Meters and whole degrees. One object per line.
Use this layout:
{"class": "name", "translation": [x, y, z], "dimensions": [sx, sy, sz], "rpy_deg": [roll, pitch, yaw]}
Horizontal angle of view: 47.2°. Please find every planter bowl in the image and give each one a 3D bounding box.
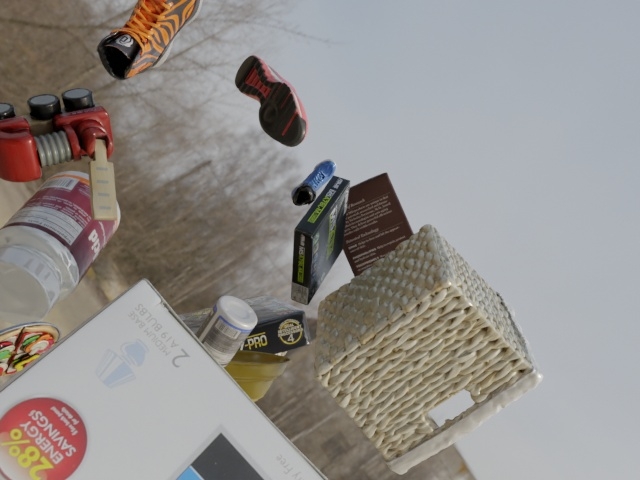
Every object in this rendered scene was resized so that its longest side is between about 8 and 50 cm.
{"class": "planter bowl", "translation": [-0.172, 0.279, 1.501], "dimensions": [0.217, 0.217, 0.090], "rpy_deg": [176, -80, -76]}

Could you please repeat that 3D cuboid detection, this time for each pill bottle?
{"class": "pill bottle", "translation": [-0.175, 0.169, 1.261], "dimensions": [0.078, 0.137, 0.078], "rpy_deg": [31, 21, -13]}
{"class": "pill bottle", "translation": [-0.670, 0.013, 1.811], "dimensions": [0.392, 0.224, 0.224], "rpy_deg": [-74, 144, -54]}

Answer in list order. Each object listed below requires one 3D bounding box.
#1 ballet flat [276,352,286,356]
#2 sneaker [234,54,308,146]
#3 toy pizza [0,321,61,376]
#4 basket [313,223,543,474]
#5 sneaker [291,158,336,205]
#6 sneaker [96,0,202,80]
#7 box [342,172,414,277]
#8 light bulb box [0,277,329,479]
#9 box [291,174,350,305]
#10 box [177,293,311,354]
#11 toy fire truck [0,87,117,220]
{"class": "ballet flat", "translation": [-0.179, 0.364, 2.208], "dimensions": [0.067, 0.206, 0.073], "rpy_deg": [26, -43, 63]}
{"class": "sneaker", "translation": [-0.085, -0.332, 1.761], "dimensions": [0.136, 0.116, 0.314], "rpy_deg": [16, 32, -44]}
{"class": "toy pizza", "translation": [-0.610, 0.228, 1.454], "dimensions": [0.032, 0.201, 0.201], "rpy_deg": [57, -11, 21]}
{"class": "basket", "translation": [0.186, 0.186, 1.394], "dimensions": [0.266, 0.328, 0.331], "rpy_deg": [49, 15, -13]}
{"class": "sneaker", "translation": [-0.016, -0.148, 1.937], "dimensions": [0.058, 0.152, 0.084], "rpy_deg": [48, 14, -21]}
{"class": "sneaker", "translation": [-0.365, -0.459, 1.559], "dimensions": [0.124, 0.180, 0.321], "rpy_deg": [35, -50, -1]}
{"class": "box", "translation": [0.125, -0.030, 1.748], "dimensions": [0.168, 0.167, 0.203], "rpy_deg": [26, 40, -82]}
{"class": "light bulb box", "translation": [-0.190, 0.285, 0.774], "dimensions": [0.358, 0.225, 0.361], "rpy_deg": [48, -36, -1]}
{"class": "box", "translation": [0.000, 0.000, 1.432], "dimensions": [0.045, 0.184, 0.191], "rpy_deg": [21, -46, 17]}
{"class": "box", "translation": [-0.232, 0.233, 1.868], "dimensions": [0.395, 0.318, 0.097], "rpy_deg": [-170, -113, -72]}
{"class": "toy fire truck", "translation": [-0.457, -0.142, 1.286], "dimensions": [0.246, 0.217, 0.158], "rpy_deg": [42, -40, 46]}
